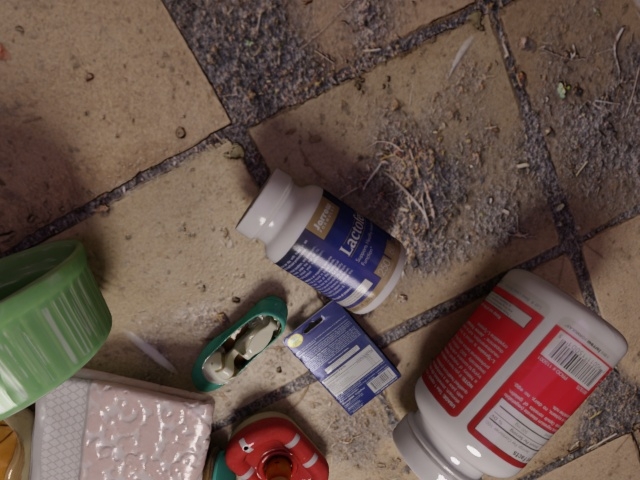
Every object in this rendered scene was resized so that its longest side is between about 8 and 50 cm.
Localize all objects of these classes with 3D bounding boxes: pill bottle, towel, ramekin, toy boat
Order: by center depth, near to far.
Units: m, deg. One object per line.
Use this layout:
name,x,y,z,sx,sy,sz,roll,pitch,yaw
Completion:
ramekin,-0.473,0.133,0.610,0.304,0.303,0.148,-19,112,-2
pill bottle,0.000,0.000,0.707,0.265,0.153,0.153,33,97,-13
towel,-0.369,0.406,0.749,0.317,0.053,0.331,13,101,1
pill bottle,0.329,0.272,0.773,0.229,0.229,0.407,36,97,-13
toy boat,-0.083,0.454,0.803,0.151,0.151,0.231,-37,105,2

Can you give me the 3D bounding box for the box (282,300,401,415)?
box,0.043,0.230,0.825,0.136,0.036,0.225,-38,106,2

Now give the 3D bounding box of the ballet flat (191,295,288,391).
ballet flat,-0.157,0.204,0.768,0.083,0.087,0.247,43,95,-14

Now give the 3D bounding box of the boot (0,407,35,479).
boot,-0.626,0.336,0.745,0.211,0.104,0.295,8,103,0

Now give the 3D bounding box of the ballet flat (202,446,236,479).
ballet flat,-0.223,0.579,0.850,0.124,0.116,0.342,-6,109,15
